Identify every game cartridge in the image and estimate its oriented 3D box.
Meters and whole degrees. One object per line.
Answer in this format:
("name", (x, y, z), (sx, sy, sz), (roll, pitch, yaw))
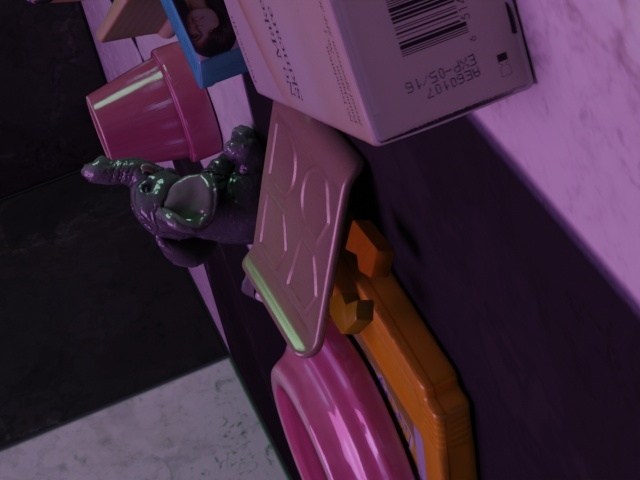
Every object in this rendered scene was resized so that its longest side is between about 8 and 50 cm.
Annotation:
("game cartridge", (0.086, 0.171, 1.401), (0.324, 0.052, 0.285), (77, 166, -45))

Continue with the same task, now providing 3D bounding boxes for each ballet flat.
("ballet flat", (-0.081, 0.064, 1.987), (0.068, 0.072, 0.213), (61, 167, 17))

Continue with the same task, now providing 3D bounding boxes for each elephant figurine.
("elephant figurine", (-0.178, -0.046, 1.783), (0.186, 0.239, 0.169), (-129, 20, -58))

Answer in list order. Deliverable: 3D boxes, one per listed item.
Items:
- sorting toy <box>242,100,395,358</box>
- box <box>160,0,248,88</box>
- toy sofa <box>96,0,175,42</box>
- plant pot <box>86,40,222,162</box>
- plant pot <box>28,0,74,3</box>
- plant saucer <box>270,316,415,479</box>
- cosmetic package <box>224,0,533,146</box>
("sorting toy", (0.000, 0.000, 1.336), (0.307, 0.041, 0.229), (-126, 43, -53))
("box", (-0.132, -0.295, 1.432), (0.060, 0.100, 0.244), (98, 149, -69))
("toy sofa", (-0.251, -0.450, 1.687), (0.150, 0.177, 0.363), (-40, 70, 53))
("plant pot", (-0.281, -0.209, 2.151), (0.201, 0.180, 0.201), (159, 90, -80))
("plant pot", (-0.224, -0.357, 1.283), (0.236, 0.236, 0.212), (164, 100, -82))
("plant saucer", (0.025, 0.250, 1.505), (0.332, 0.084, 0.332), (160, 90, -79))
("cosmetic package", (0.016, -0.173, 0.889), (0.309, 0.113, 0.160), (-146, 36, -71))
